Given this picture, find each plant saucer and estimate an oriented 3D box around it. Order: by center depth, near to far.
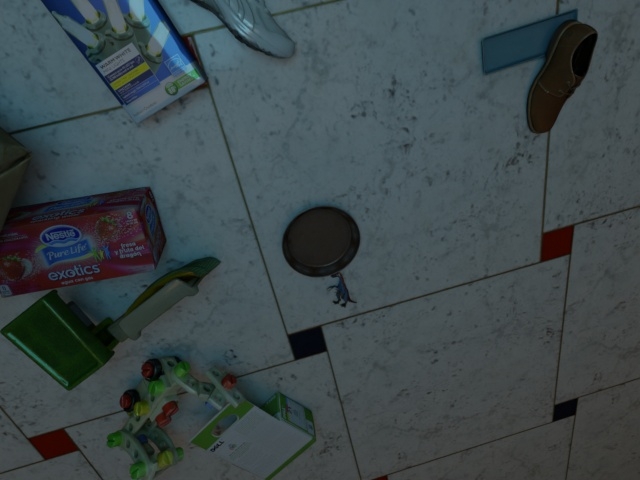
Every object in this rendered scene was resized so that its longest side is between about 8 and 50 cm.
[{"bbox_3d":[0.392,-0.374,0.764,0.192,0.018,0.067,-19,118,-3],"label":"plant saucer"},{"bbox_3d":[0.000,0.000,0.861,0.168,0.029,0.168,-5,117,-10],"label":"plant saucer"}]

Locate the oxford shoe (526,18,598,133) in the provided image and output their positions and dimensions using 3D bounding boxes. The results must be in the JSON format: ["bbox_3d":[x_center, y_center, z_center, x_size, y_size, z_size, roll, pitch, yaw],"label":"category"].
[{"bbox_3d":[0.460,-0.298,0.777,0.076,0.076,0.212,-11,130,-11],"label":"oxford shoe"}]

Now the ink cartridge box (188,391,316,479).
[{"bbox_3d":[-0.166,0.470,1.024,0.255,0.097,0.189,40,103,-22],"label":"ink cartridge box"}]

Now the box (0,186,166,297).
[{"bbox_3d":[-0.424,-0.003,0.712,0.257,0.128,0.122,-10,115,-6],"label":"box"}]

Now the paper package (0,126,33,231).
[{"bbox_3d":[-0.610,-0.086,0.537,0.325,0.168,0.309,37,105,7],"label":"paper package"}]

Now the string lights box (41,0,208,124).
[{"bbox_3d":[-0.302,-0.327,0.606,0.133,0.076,0.259,-30,118,4],"label":"string lights box"}]

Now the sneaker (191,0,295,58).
[{"bbox_3d":[-0.121,-0.379,0.615,0.232,0.090,0.115,32,102,-25],"label":"sneaker"}]

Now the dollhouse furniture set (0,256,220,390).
[{"bbox_3d":[-0.365,0.095,0.753,0.301,0.197,0.151,-37,101,5],"label":"dollhouse furniture set"}]

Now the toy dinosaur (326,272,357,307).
[{"bbox_3d":[0.046,0.110,0.932,0.090,0.047,0.082,-8,113,-46],"label":"toy dinosaur"}]

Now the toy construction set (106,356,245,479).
[{"bbox_3d":[-0.331,0.385,0.884,0.328,0.215,0.151,-45,150,2],"label":"toy construction set"}]
